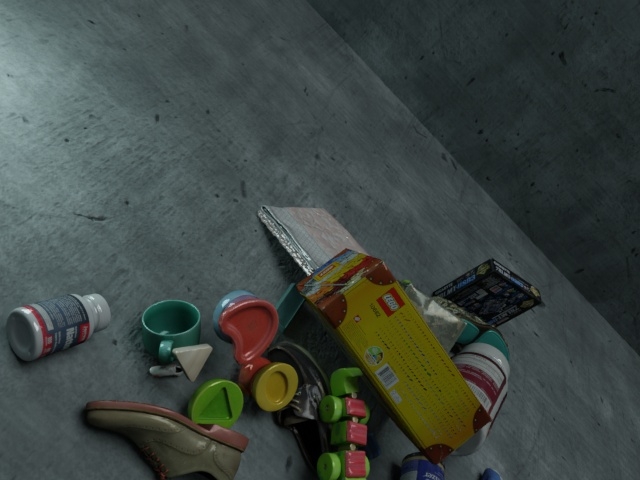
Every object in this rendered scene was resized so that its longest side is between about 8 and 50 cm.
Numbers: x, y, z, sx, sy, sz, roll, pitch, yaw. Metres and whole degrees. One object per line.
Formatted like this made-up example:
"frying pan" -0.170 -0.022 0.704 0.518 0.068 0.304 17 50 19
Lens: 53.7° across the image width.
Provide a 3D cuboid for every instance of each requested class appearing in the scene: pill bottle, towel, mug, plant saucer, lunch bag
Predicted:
"pill bottle" 0.268 0.693 1.696 0.123 0.123 0.219 40 35 -16
"towel" 0.000 0.000 2.017 0.317 0.053 0.332 1 39 -48
"pill bottle" 0.470 0.492 2.033 0.224 0.224 0.392 54 33 4
"towel" 0.114 0.569 1.719 0.119 0.029 0.067 -1 59 -51
"mug" -0.346 0.218 1.435 0.130 0.097 0.158 21 34 22
"plant saucer" -0.092 0.193 1.849 0.067 0.018 0.192 46 33 -7
"pill bottle" -0.525 0.167 1.285 0.180 0.108 0.108 -17 72 -54
"lunch bag" 0.272 0.306 1.971 0.235 0.287 0.169 35 -6 -8

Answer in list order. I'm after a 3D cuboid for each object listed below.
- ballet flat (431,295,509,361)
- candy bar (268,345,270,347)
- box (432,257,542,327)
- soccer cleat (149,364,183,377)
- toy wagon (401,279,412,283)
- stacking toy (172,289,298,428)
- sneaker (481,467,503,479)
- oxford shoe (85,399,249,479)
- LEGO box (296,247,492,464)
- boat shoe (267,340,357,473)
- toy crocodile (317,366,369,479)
"ballet flat" 0.535 0.323 2.304 0.483 0.164 0.182 37 17 -41
"candy bar" -0.198 0.252 1.667 0.162 0.018 0.040 20 41 -37
"box" 0.635 0.221 2.421 0.293 0.295 0.073 29 41 -28
"soccer cleat" -0.347 0.294 1.436 0.083 0.036 0.029 16 47 -41
"toy wagon" 0.267 0.232 2.186 0.344 0.068 0.267 49 33 -1
"stacking toy" -0.218 0.281 1.479 0.280 0.130 0.308 -25 116 -30
"sneaker" 0.509 0.776 1.936 0.081 0.080 0.211 47 32 -11
"oxford shoe" -0.316 0.416 1.288 0.348 0.123 0.130 23 65 -19
"LEGO box" 0.177 0.287 1.683 0.500 0.193 0.372 55 -7 -10
"boat shoe" -0.036 0.420 1.595 0.130 0.132 0.355 -17 72 -53
"toy crocodile" 0.067 0.474 1.510 0.115 0.105 0.340 18 60 -31
